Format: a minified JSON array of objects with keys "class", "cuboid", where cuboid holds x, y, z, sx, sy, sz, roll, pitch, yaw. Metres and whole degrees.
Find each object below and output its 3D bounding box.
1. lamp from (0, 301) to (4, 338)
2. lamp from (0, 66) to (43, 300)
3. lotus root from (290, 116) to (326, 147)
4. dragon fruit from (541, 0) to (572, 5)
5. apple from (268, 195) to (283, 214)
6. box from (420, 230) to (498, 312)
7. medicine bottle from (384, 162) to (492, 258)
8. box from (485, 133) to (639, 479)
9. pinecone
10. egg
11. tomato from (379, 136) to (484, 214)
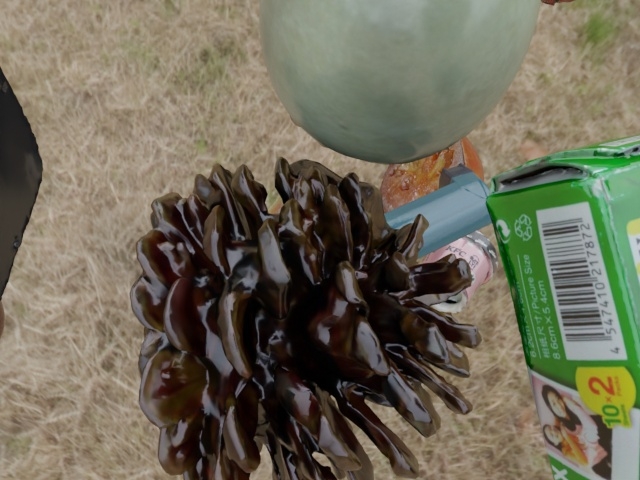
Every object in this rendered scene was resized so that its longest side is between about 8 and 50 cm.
[{"class":"lamp","cuboid":[-0.690,0.119,1.289,0.303,0.303,0.257,25,75,0]},{"class":"lamp","cuboid":[-0.258,-0.073,0.314,0.283,0.125,0.203,10,47,-6]},{"class":"lotus root","cuboid":[0.054,-0.397,1.721,0.111,0.390,0.375,6,104,-34]},{"class":"dragon fruit","cuboid":[0.434,-0.492,1.370,0.130,0.142,0.121,49,36,-34]},{"class":"apple","cuboid":[0.000,0.000,1.317,0.188,0.174,0.207,48,41,16]},{"class":"box","cuboid":[0.269,0.063,1.568,0.151,0.151,0.135,37,57,5]},{"class":"medicine bottle","cuboid":[0.161,-0.031,1.179,0.258,0.079,0.124,-26,35,-22]},{"class":"box","cuboid":[0.211,0.059,0.443,0.180,0.103,0.250,-15,93,-19]},{"class":"pinecone","cuboid":[-0.012,0.100,0.808,0.397,0.398,0.398,3,70,-9]},{"class":"egg","cuboid":[0.068,-0.211,0.716,0.258,0.352,0.259,1,77,-5]},{"class":"tomato","cuboid":[0.295,-0.117,1.908,0.143,0.338,0.339,18,66,-29]}]
